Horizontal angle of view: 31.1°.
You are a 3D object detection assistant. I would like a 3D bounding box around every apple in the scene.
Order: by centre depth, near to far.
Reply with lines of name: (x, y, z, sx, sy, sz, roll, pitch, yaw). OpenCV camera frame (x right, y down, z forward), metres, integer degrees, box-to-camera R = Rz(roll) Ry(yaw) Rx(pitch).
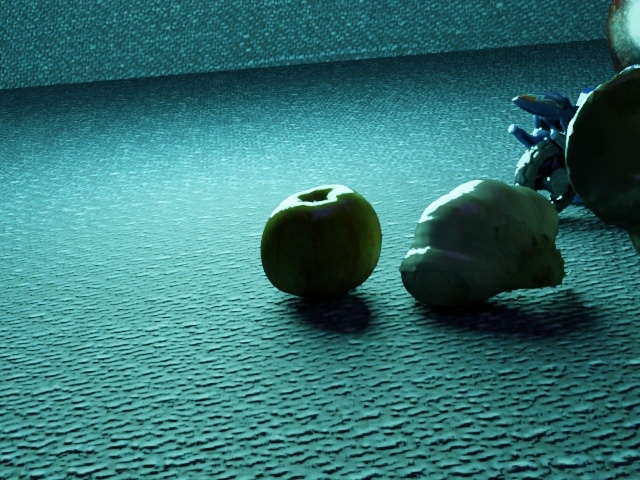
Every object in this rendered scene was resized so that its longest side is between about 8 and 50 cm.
apple: (0.000, 0.000, 0.783, 0.084, 0.071, 0.084, -6, 14, 2)

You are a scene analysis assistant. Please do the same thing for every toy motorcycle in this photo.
toy motorcycle: (0.241, -0.086, 0.964, 0.205, 0.114, 0.076, -13, 17, -31)

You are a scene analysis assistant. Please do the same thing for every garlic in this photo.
garlic: (0.101, 0.000, 0.750, 0.113, 0.074, 0.094, -32, 37, -31)

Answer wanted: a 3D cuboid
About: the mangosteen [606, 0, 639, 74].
mangosteen: (0.454, -0.230, 1.337, 0.231, 0.231, 0.289, 0, -16, 17)

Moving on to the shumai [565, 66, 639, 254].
shumai: (0.269, -0.037, 0.612, 0.267, 0.314, 0.262, 23, -43, -35)
